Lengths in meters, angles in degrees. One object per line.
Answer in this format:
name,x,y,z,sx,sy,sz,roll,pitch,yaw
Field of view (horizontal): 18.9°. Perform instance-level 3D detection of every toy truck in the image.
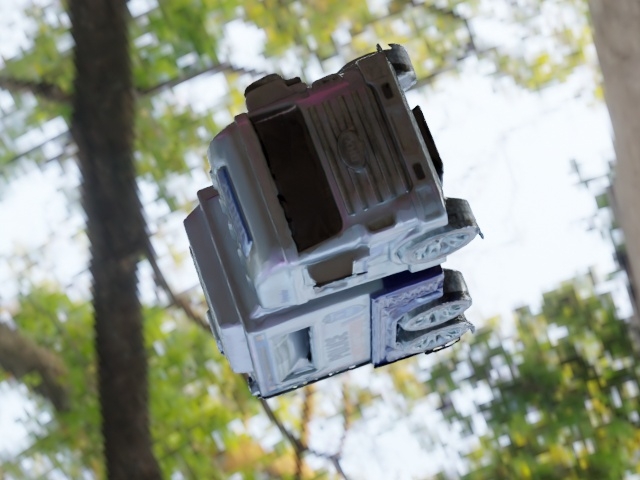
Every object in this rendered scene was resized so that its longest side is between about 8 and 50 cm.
toy truck,0.000,0.000,1.117,0.155,0.268,0.124,-19,-108,-4
